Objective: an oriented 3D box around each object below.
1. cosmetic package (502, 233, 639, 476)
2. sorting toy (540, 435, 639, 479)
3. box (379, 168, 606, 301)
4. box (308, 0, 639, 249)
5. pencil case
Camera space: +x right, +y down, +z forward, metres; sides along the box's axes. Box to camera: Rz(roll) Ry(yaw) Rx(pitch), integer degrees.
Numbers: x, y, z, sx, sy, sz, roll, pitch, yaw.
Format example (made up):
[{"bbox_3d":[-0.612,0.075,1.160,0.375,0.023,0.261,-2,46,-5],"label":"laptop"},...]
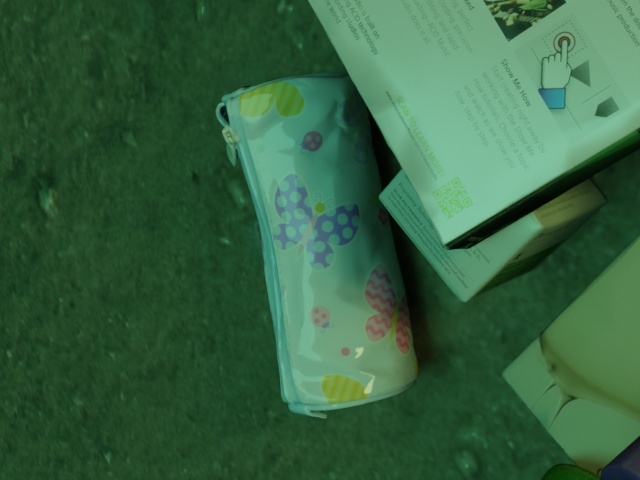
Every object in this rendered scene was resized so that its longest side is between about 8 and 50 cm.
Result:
[{"bbox_3d":[0.266,0.031,0.542,0.160,0.113,0.309,50,128,20],"label":"cosmetic package"},{"bbox_3d":[0.141,0.231,0.586,0.127,0.126,0.365,47,160,24],"label":"sorting toy"},{"bbox_3d":[0.120,-0.029,0.667,0.102,0.101,0.087,52,129,18],"label":"box"},{"bbox_3d":[0.156,-0.172,0.555,0.322,0.058,0.232,-32,77,22],"label":"box"},{"bbox_3d":[0.000,0.000,0.772,0.113,0.124,0.273,-9,95,43],"label":"pencil case"}]
